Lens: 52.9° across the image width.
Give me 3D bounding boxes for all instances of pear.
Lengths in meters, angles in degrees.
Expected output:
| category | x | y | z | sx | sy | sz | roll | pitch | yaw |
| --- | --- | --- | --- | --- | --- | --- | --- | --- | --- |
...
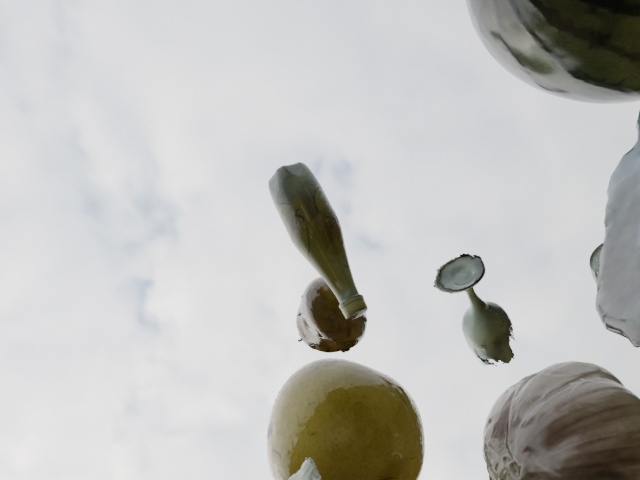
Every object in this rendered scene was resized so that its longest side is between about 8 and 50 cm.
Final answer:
| category | x | y | z | sx | sy | sz | roll | pitch | yaw |
| --- | --- | --- | --- | --- | --- | --- | --- | --- | --- |
| pear | 0.052 | 0.420 | 1.344 | 0.348 | 0.348 | 0.349 | -8 | -75 | -30 |

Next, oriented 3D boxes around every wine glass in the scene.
| category | x | y | z | sx | sy | sz | roll | pitch | yaw |
| --- | --- | --- | --- | --- | --- | --- | --- | --- | --- |
| wine glass | 0.418 | 0.191 | 1.700 | 0.143 | 0.143 | 0.321 | -43 | -58 | -16 |

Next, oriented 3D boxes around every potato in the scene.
| category | x | y | z | sx | sy | sz | roll | pitch | yaw |
| --- | --- | --- | --- | --- | --- | --- | --- | --- | --- |
| potato | 0.021 | 0.130 | 1.140 | 0.137 | 0.176 | 0.137 | 4 | -109 | -11 |

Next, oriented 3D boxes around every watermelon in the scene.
| category | x | y | z | sx | sy | sz | roll | pitch | yaw |
| --- | --- | --- | --- | --- | --- | --- | --- | --- | --- |
| watermelon | 0.330 | -0.293 | 0.712 | 0.359 | 0.279 | 0.279 | 2 | -80 | -26 |

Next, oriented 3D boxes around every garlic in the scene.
| category | x | y | z | sx | sy | sz | roll | pitch | yaw |
| --- | --- | --- | --- | --- | --- | --- | --- | --- | --- |
| garlic | 0.379 | 0.333 | 0.971 | 0.259 | 0.317 | 0.318 | -3 | -77 | -16 |

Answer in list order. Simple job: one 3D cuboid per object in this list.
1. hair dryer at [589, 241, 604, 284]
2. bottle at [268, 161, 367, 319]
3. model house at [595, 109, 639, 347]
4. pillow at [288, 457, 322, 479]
| category | x | y | z | sx | sy | sz | roll | pitch | yaw |
| --- | --- | --- | --- | --- | --- | --- | --- | --- | --- |
| hair dryer | 0.500 | 0.035 | 0.859 | 0.237 | 0.075 | 0.206 | -41 | -74 | 3 |
| bottle | 0.000 | 0.000 | 1.008 | 0.083 | 0.270 | 0.083 | -22 | -24 | -11 |
| model house | 0.408 | -0.029 | 0.356 | 0.338 | 0.360 | 0.297 | 28 | -139 | -2 |
| pillow | -0.011 | 0.418 | 0.891 | 0.050 | 0.229 | 0.128 | 26 | -81 | -29 |
